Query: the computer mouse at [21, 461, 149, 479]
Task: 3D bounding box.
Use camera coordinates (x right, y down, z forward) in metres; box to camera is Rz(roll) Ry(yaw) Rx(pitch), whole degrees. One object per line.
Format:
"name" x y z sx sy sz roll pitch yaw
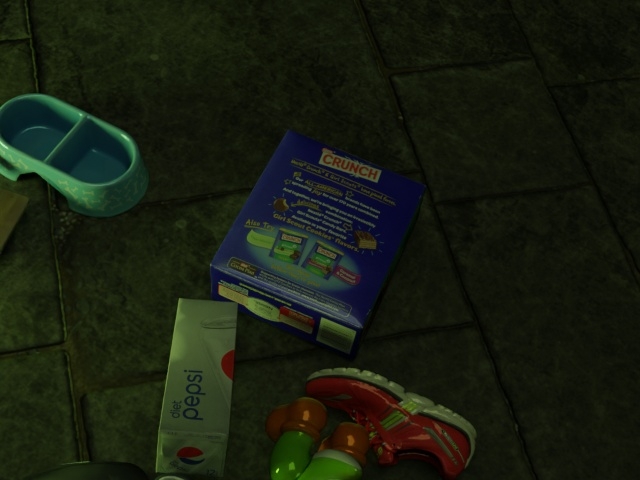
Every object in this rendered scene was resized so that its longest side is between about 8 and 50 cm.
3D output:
"computer mouse" -0.368 0.395 1.317 0.262 0.060 0.184 -2 57 -10

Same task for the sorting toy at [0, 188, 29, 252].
"sorting toy" -0.571 -0.020 1.561 0.132 0.046 0.274 17 56 2

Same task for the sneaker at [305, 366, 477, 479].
"sneaker" 0.099 0.281 1.445 0.279 0.107 0.118 21 66 8

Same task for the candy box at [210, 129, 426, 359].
"candy box" 0.000 0.000 1.597 0.268 0.122 0.317 23 58 7

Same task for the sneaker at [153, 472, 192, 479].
"sneaker" -0.176 0.446 1.258 0.099 0.153 0.282 -13 60 -16

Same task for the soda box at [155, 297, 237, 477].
"soda box" -0.177 0.208 1.393 0.098 0.091 0.286 6 34 -5

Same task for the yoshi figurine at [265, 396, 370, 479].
"yoshi figurine" -0.037 0.415 1.297 0.204 0.203 0.362 -2 43 11

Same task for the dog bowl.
"dog bowl" -0.441 -0.157 1.655 0.297 0.074 0.166 27 57 8
